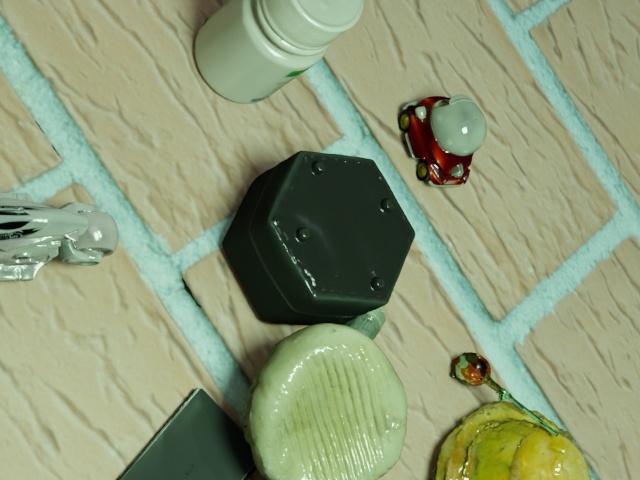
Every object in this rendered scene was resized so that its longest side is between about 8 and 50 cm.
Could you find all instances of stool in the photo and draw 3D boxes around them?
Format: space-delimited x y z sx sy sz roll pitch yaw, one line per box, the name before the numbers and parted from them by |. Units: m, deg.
stool | 0.000 0.000 1.672 0.232 0.141 0.232 11 70 -31

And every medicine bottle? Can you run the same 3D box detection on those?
medicine bottle | -0.055 -0.281 1.669 0.139 0.237 0.139 12 67 -30
medicine bottle | 0.050 0.126 1.724 0.047 0.047 0.083 44 56 -14

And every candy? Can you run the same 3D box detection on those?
candy | 0.260 0.217 1.782 0.056 0.049 0.185 -25 51 -38

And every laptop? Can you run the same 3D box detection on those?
laptop | -0.159 0.284 1.553 0.129 0.016 0.180 48 54 -11

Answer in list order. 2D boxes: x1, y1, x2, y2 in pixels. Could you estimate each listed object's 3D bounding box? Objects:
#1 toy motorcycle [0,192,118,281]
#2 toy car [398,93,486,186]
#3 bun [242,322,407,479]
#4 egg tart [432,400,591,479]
toy motorcycle | -0.349 -0.012 1.466 0.254 0.112 0.112 1 74 -32
toy car | 0.194 -0.154 1.869 0.112 0.112 0.139 -3 76 -35
bun | -0.005 0.213 1.605 0.231 0.133 0.231 -4 100 -23
egg tart | 0.287 0.352 1.771 0.288 0.118 0.288 15 64 -33
